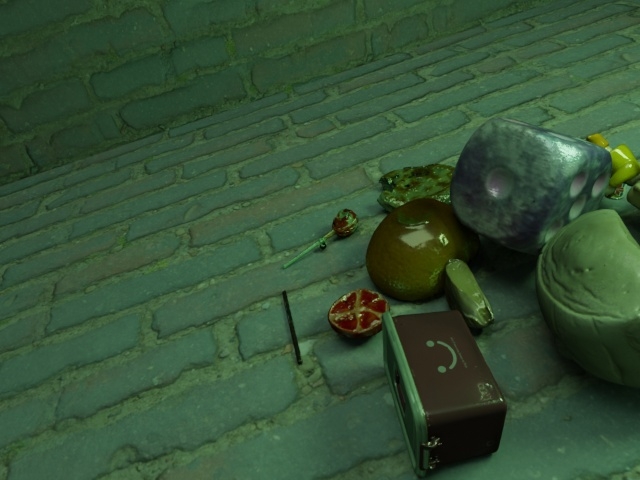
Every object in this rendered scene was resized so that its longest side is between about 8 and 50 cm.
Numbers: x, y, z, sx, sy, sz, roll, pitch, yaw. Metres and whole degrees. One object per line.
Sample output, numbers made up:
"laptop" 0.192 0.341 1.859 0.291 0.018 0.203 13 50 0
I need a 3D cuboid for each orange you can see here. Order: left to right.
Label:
"orange" 0.282 0.005 1.263 0.334 0.196 0.262 -31 52 -30

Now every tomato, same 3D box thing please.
"tomato" 0.103 0.194 1.151 0.155 0.069 0.156 -12 34 8

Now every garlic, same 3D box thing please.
"garlic" 0.351 0.142 1.099 0.086 0.101 0.196 -18 42 4

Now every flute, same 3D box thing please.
"flute" -0.077 0.223 1.229 0.014 0.014 0.270 -18 36 -2

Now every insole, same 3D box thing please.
"insole" 0.894 -0.179 1.390 0.065 0.006 0.193 14 45 34

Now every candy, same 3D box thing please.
"candy" 0.000 -0.001 1.449 0.287 0.084 0.078 -35 44 -12

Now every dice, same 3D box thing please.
"dice" 0.505 -0.137 1.134 0.271 0.270 0.270 -4 30 -39

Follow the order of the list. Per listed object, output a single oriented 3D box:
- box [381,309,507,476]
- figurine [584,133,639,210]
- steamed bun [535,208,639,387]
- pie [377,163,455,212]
"box" 0.229 0.279 0.906 0.167 0.194 0.294 -7 36 -2
"figurine" 0.819 -0.143 1.168 0.215 0.187 0.344 -8 47 -43
"steamed bun" 0.554 0.114 0.918 0.236 0.247 0.384 -32 18 23
"pie" 0.335 -0.174 1.544 0.302 0.067 0.303 -11 35 8
